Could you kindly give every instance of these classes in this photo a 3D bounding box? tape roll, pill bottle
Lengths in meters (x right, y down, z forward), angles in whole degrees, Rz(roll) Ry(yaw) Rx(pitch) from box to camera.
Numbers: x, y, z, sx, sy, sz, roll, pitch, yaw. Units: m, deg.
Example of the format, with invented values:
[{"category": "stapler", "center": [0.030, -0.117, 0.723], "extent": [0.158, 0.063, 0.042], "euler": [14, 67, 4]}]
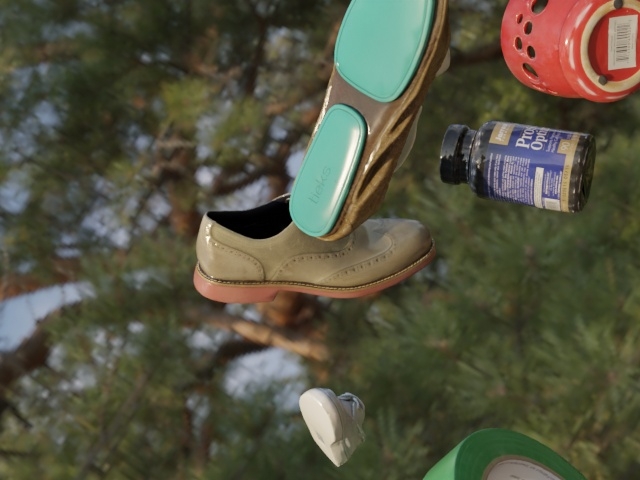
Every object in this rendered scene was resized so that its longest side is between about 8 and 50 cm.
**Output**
[{"category": "tape roll", "center": [0.263, 0.382, 1.548], "extent": [0.077, 0.321, 0.321], "euler": [-47, -14, 30]}, {"category": "pill bottle", "center": [0.298, -0.116, 1.920], "extent": [0.123, 0.219, 0.123], "euler": [10, -90, -71]}]

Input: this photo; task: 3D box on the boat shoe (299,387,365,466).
[{"category": "boat shoe", "center": [0.024, 0.211, 1.499], "extent": [0.063, 0.066, 0.184], "euler": [-39, -32, -14]}]

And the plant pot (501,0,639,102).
[{"category": "plant pot", "center": [0.381, -0.295, 1.834], "extent": [0.191, 0.174, 0.191], "euler": [-6, -71, -19]}]

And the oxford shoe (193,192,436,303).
[{"category": "oxford shoe", "center": [0.000, 0.000, 1.742], "extent": [0.348, 0.123, 0.130], "euler": [-8, -56, -18]}]

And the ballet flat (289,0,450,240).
[{"category": "ballet flat", "center": [0.070, -0.150, 1.318], "extent": [0.124, 0.116, 0.342], "euler": [-17, -46, -47]}]
